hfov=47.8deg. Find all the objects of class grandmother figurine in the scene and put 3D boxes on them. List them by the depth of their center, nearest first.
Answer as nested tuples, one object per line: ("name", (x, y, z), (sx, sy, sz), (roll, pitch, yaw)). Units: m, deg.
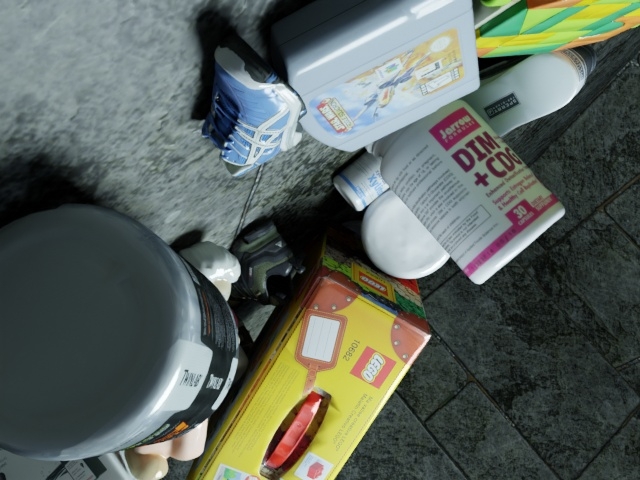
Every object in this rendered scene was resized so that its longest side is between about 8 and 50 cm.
("grandmother figurine", (-0.178, 0.155, 0.988), (0.208, 0.104, 0.342), (-30, 141, -59))

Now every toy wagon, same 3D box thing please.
("toy wagon", (0.268, -0.268, 0.839), (0.267, 0.068, 0.344), (-7, 180, -14))

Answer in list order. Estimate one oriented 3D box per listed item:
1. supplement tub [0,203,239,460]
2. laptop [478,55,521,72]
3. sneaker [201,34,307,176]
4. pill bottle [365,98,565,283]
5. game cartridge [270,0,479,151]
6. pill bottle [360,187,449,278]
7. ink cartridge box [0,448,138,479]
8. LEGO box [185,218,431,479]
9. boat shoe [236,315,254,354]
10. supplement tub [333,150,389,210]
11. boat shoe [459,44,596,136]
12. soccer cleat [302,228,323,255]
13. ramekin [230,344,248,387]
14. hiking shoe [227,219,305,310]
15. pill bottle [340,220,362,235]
("supplement tub", (-0.195, 0.101, 0.714), (0.207, 0.207, 0.338), (-39, 168, -6))
("laptop", (0.271, -0.313, 1.140), (0.234, 0.136, 0.264), (102, 13, -73))
("sneaker", (-0.065, -0.110, 0.652), (0.081, 0.080, 0.211), (-42, 168, -6))
("pill bottle", (0.186, -0.093, 1.007), (0.160, 0.283, 0.160), (-39, 169, -9))
("game cartridge", (0.062, -0.176, 0.745), (0.198, 0.062, 0.297), (-29, 167, 9))
("pill bottle", (0.157, -0.041, 1.309), (0.162, 0.162, 0.278), (-43, -175, 13))
("ink cartridge box", (-0.362, 0.321, 1.012), (0.153, 0.208, 0.087), (-39, 169, -8))
("LEGO box", (-0.032, 0.250, 1.284), (0.500, 0.193, 0.372), (-59, -174, 15))
("boat shoe", (-0.233, 0.247, 1.435), (0.257, 0.095, 0.095), (-32, 166, -36))
("supplement tub", (0.080, -0.105, 1.167), (0.107, 0.071, 0.071), (-40, 169, -2))
("boat shoe", (0.260, -0.210, 1.065), (0.102, 0.108, 0.301), (-37, -171, -41))
("soccer cleat", (0.000, 0.000, 1.427), (0.083, 0.029, 0.035), (-39, 178, 10))
("ramekin", (-0.254, 0.233, 1.218), (0.277, 0.135, 0.277), (-39, 169, -9))
("hiking shoe", (-0.103, 0.071, 1.133), (0.086, 0.114, 0.227), (-31, 166, -36))
("pill bottle", (0.109, 0.039, 1.584), (0.161, 0.161, 0.283), (-43, 168, 13))
